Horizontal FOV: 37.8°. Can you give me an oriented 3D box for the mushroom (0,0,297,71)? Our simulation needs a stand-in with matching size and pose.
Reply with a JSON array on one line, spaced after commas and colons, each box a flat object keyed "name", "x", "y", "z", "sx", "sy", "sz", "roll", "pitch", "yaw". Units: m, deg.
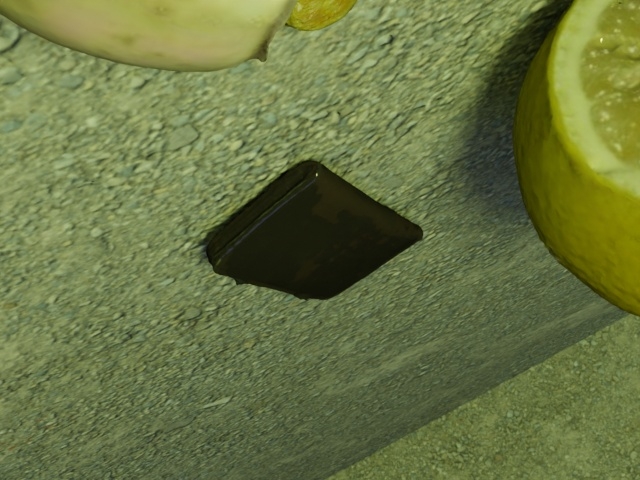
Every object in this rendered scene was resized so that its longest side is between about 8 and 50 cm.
[{"name": "mushroom", "x": -0.111, "y": -0.165, "z": 0.433, "sx": 0.173, "sy": 0.162, "sz": 0.236, "roll": -12, "pitch": 152, "yaw": -35}]

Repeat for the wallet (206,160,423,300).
[{"name": "wallet", "x": 0.000, "y": 0.000, "z": 1.060, "sx": 0.165, "sy": 0.042, "sz": 0.309, "roll": -35, "pitch": 157, "yaw": 16}]

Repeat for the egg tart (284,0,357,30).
[{"name": "egg tart", "x": -0.004, "y": -0.183, "z": 0.668, "sx": 0.105, "sy": 0.039, "sz": 0.105, "roll": -24, "pitch": 157, "yaw": -11}]

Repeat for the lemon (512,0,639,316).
[{"name": "lemon", "x": 0.354, "y": -0.080, "z": 0.889, "sx": 0.364, "sy": 0.364, "sz": 0.364, "roll": -22, "pitch": 157, "yaw": -10}]
